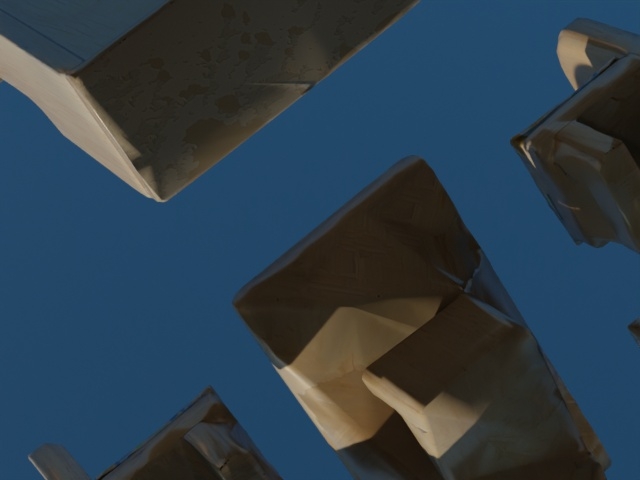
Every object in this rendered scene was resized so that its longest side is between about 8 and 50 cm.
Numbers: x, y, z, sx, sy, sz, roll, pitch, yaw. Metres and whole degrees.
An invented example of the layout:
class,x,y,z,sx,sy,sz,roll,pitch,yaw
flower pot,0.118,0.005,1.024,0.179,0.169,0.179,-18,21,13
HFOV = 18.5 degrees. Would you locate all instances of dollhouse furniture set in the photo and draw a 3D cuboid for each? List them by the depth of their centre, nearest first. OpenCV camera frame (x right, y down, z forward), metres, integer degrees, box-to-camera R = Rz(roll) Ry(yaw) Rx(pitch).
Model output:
class,x,y,z,sx,sy,sz,roll,pitch,yaw
dollhouse furniture set,0.000,0.000,0.984,0.362,0.394,0.256,-39,-151,-10
